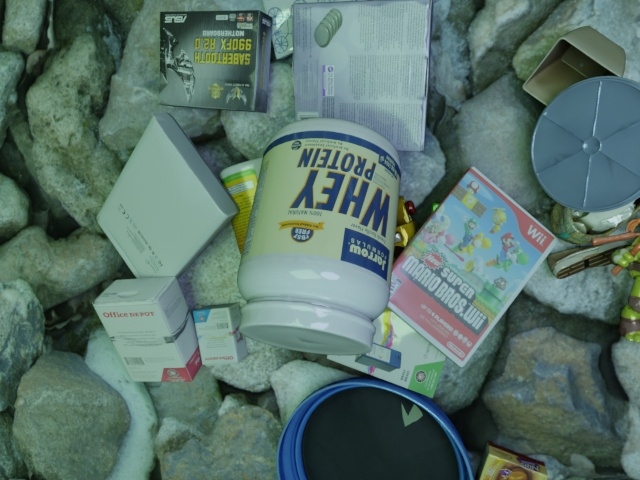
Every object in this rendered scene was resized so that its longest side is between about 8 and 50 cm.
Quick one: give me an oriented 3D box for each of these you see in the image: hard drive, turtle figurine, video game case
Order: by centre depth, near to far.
[{"bbox_3d":[0.524,0.049,0.790,0.269,0.087,0.217,-11,104,-20],"label":"turtle figurine"},{"bbox_3d":[0.250,0.044,0.849,0.204,0.025,0.285,40,84,-2],"label":"video game case"},{"bbox_3d":[-0.326,-0.054,1.001,0.233,0.047,0.353,54,130,5],"label":"hard drive"}]

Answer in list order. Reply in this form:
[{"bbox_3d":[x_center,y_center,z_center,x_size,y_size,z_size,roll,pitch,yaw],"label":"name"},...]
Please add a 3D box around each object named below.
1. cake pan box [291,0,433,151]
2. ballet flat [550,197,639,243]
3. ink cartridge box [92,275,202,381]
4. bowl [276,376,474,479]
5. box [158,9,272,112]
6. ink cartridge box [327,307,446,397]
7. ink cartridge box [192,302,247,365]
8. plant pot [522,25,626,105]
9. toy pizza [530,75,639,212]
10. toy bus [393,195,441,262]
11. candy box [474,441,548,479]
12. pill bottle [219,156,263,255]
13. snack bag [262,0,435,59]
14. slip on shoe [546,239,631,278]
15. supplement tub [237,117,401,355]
[{"bbox_3d":[0.074,-0.289,0.891,0.245,0.070,0.267,4,108,18],"label":"cake pan box"},{"bbox_3d":[0.513,-0.128,0.775,0.123,0.123,0.348,43,106,8],"label":"ballet flat"},{"bbox_3d":[-0.357,0.191,1.047,0.158,0.092,0.218,-4,120,17],"label":"ink cartridge box"},{"bbox_3d":[0.105,0.459,0.978,0.391,0.077,0.391,2,96,19],"label":"bowl"},{"bbox_3d":[-0.213,-0.354,0.977,0.231,0.056,0.183,10,102,21],"label":"box"},{"bbox_3d":[0.136,0.179,0.936,0.212,0.093,0.154,19,102,15],"label":"ink cartridge box"},{"bbox_3d":[-0.216,0.203,1.064,0.088,0.052,0.122,-8,93,18],"label":"ink cartridge box"},{"bbox_3d":[0.415,-0.274,0.785,0.109,0.109,0.096,40,63,9],"label":"plant pot"},{"bbox_3d":[0.418,-0.143,0.745,0.201,0.032,0.201,13,107,51],"label":"toy pizza"},{"bbox_3d":[0.138,-0.001,0.906,0.202,0.104,0.191,26,103,12],"label":"toy bus"},{"bbox_3d":[0.344,0.493,0.933,0.109,0.053,0.187,17,100,14],"label":"candy box"},{"bbox_3d":[-0.101,-0.030,0.956,0.136,0.136,0.246,-14,92,18],"label":"pill bottle"},{"bbox_3d":[0.036,-0.541,0.908,0.342,0.037,0.323,-11,93,17],"label":"snack bag"},{"bbox_3d":[0.461,0.024,0.847,0.135,0.041,0.051,-23,135,9],"label":"slip on shoe"},{"bbox_3d":[0.000,0.000,0.780,0.235,0.235,0.325,2,67,16],"label":"supplement tub"}]
